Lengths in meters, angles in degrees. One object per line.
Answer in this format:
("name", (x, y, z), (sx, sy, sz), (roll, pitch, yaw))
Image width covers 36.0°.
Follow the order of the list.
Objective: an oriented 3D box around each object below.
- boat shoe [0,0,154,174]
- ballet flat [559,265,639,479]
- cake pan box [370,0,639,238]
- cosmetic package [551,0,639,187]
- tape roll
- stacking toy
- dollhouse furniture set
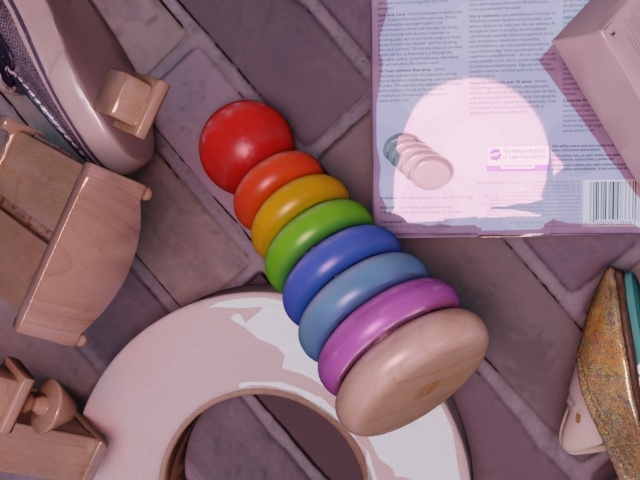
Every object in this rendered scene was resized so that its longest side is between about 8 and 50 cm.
("boat shoe", (-0.298, -0.183, 0.937), (0.158, 0.127, 0.341), (-32, 82, 18))
("ballet flat", (0.277, 0.200, 0.876), (0.123, 0.123, 0.349), (-20, 92, 11))
("cake pan box", (0.176, -0.127, 0.880), (0.266, 0.070, 0.246), (-2, 97, 10))
("cosmetic package", (0.288, -0.098, 0.800), (0.099, 0.060, 0.239), (-47, 113, -22))
("tape roll", (-0.047, 0.237, 0.950), (0.391, 0.072, 0.392), (1, 95, 9))
("stacking toy", (0.000, 0.000, 0.859), (0.141, 0.141, 0.330), (-41, 61, 11))
("dollhouse furniture set", (-0.235, 0.018, 0.886), (0.303, 0.173, 0.356), (27, 92, 49))
